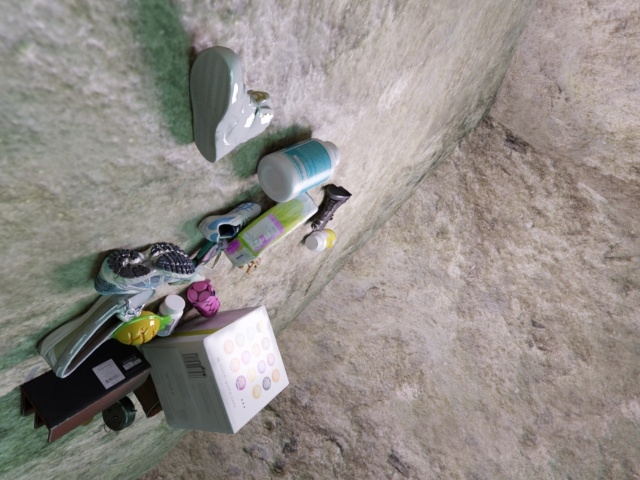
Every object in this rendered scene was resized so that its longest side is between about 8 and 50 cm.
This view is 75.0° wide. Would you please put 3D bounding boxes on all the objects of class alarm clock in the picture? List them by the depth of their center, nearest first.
[{"bbox_3d":[-0.805,0.691,1.639,0.192,0.129,0.064,-52,165,18],"label":"alarm clock"}]

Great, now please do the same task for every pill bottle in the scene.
[{"bbox_3d":[-0.053,-0.226,1.277,0.264,0.146,0.146,-33,160,-40],"label":"pill bottle"},{"bbox_3d":[-0.511,0.250,1.400,0.137,0.078,0.078,-55,163,28],"label":"pill bottle"},{"bbox_3d":[0.000,0.000,2.099,0.103,0.103,0.184,-54,164,25],"label":"pill bottle"}]

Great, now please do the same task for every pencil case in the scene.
[{"bbox_3d":[-0.423,0.217,1.543,0.209,0.095,0.098,106,5,-64],"label":"pencil case"}]

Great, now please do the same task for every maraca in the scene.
[{"bbox_3d":[-0.545,0.265,1.283,0.127,0.099,0.186,-38,159,21],"label":"maraca"}]

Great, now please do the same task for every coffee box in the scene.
[{"bbox_3d":[-0.383,0.467,1.565,0.339,0.337,0.334,-13,-175,32],"label":"coffee box"}]

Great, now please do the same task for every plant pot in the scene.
[{"bbox_3d":[-0.671,0.587,1.669,0.167,0.165,0.167,-43,166,-14],"label":"plant pot"}]

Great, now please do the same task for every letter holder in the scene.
[{"bbox_3d":[-0.707,0.459,1.268,0.302,0.152,0.214,-29,159,-49],"label":"letter holder"}]

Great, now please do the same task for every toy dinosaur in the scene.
[{"bbox_3d":[-0.275,0.070,1.647,0.112,0.064,0.211,-61,179,-15],"label":"toy dinosaur"}]

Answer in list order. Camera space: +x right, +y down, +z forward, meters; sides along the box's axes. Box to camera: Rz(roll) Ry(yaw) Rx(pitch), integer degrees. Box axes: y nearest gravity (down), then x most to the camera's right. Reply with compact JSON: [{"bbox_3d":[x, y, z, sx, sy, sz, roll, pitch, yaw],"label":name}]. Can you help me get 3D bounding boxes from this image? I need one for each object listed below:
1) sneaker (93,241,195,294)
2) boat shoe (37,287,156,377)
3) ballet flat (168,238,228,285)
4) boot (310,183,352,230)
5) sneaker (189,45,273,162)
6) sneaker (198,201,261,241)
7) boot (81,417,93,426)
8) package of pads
[{"bbox_3d":[-0.460,0.081,1.099,0.122,0.110,0.283,-39,162,23],"label":"sneaker"},{"bbox_3d":[-0.568,0.219,1.109,0.320,0.103,0.118,-39,163,-27],"label":"boat shoe"},{"bbox_3d":[-0.372,0.074,1.301,0.221,0.077,0.079,-47,123,-10],"label":"ballet flat"},{"bbox_3d":[0.035,-0.134,1.869,0.229,0.091,0.263,-51,167,15],"label":"boot"},{"bbox_3d":[-0.172,-0.299,0.866,0.169,0.108,0.292,-40,174,-30],"label":"sneaker"},{"bbox_3d":[-0.262,-0.053,1.278,0.237,0.086,0.085,-31,157,-49],"label":"sneaker"},{"bbox_3d":[-0.796,0.563,1.452,0.152,0.073,0.197,-46,168,-17],"label":"boot"},{"bbox_3d":[-0.169,-0.042,1.400,0.297,0.101,0.229,-40,-173,-27],"label":"package of pads"}]
